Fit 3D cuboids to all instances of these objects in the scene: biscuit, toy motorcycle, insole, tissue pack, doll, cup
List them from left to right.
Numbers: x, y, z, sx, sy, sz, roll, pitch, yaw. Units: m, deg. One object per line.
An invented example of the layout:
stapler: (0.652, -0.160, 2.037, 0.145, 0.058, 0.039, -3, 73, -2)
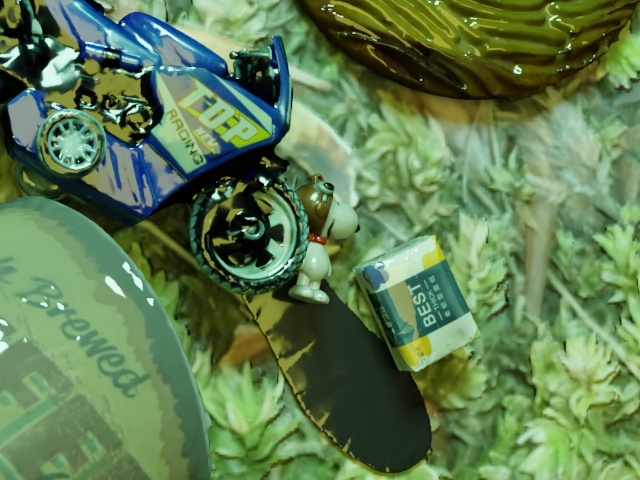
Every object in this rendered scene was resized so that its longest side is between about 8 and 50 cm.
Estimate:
cup: (-0.240, 0.086, 0.615, 0.257, 0.227, 0.301, -17, 58, -44)
toy motorcycle: (-0.125, -0.098, 0.800, 0.315, 0.113, 0.169, 32, 75, -15)
doll: (-0.006, 0.000, 0.863, 0.058, 0.040, 0.085, 40, 66, -24)
insole: (0.000, 0.070, 0.881, 0.080, 0.003, 0.232, -37, 97, -16)
tissue pack: (0.069, 0.044, 0.883, 0.062, 0.042, 0.083, -25, 93, -20)
biscuit: (0.111, -0.259, 0.916, 0.318, 0.040, 0.318, 1, 86, -17)
